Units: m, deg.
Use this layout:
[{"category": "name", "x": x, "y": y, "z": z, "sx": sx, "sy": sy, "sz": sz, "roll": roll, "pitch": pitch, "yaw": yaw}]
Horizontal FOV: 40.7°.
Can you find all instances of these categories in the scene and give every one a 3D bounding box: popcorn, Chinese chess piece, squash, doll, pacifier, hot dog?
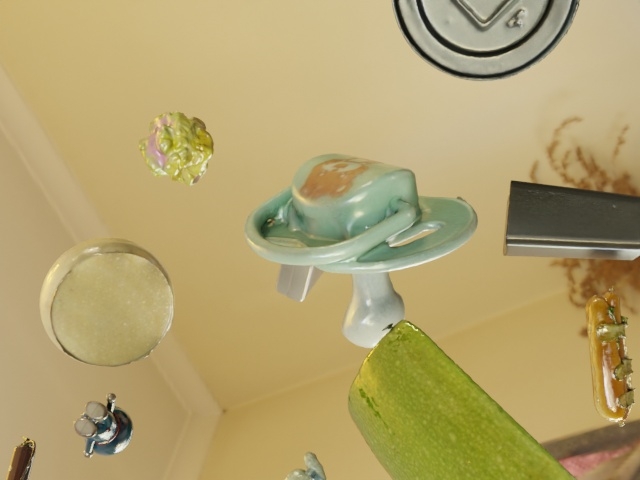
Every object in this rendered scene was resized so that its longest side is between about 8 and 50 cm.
[{"category": "popcorn", "x": -0.253, "y": -0.163, "z": 1.507, "sx": 0.126, "sy": 0.145, "sz": 0.126, "roll": 5, "pitch": -106, "yaw": -24}, {"category": "Chinese chess piece", "x": -0.540, "y": 0.158, "z": 2.205, "sx": 0.338, "sy": 0.338, "sz": 0.140, "roll": 60, "pitch": 168, "yaw": -24}, {"category": "squash", "x": 0.139, "y": 0.231, "z": 0.838, "sx": 0.289, "sy": 0.111, "sz": 0.203, "roll": 45, "pitch": 163, "yaw": 37}, {"category": "doll", "x": -0.375, "y": 0.325, "z": 1.497, "sx": 0.114, "sy": 0.085, "sz": 0.152, "roll": -58, "pitch": -18, "yaw": -16}, {"category": "pacifier", "x": 0.046, "y": 0.026, "z": 1.168, "sx": 0.343, "sy": 0.288, "sz": 0.269, "roll": 19, "pitch": 124, "yaw": 55}, {"category": "doll", "x": -0.048, "y": 0.596, "z": 1.995, "sx": 0.214, "sy": 0.103, "sz": 0.071, "roll": -68, "pitch": -27, "yaw": -12}, {"category": "hot dog", "x": 0.561, "y": 0.224, "z": 1.669, "sx": 0.109, "sy": 0.072, "sz": 0.270, "roll": 2, "pitch": -97, "yaw": -58}]

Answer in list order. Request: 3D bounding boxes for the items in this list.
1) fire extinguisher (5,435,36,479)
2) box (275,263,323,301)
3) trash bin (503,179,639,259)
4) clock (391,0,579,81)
[{"category": "fire extinguisher", "x": -0.583, "y": 0.450, "z": 1.681, "sx": 0.045, "sy": 0.078, "sz": 0.157, "roll": 32, "pitch": -132, "yaw": -35}, {"category": "box", "x": 0.000, "y": 0.000, "z": 1.479, "sx": 0.244, "sy": 0.055, "sz": 0.103, "roll": -52, "pitch": -19, "yaw": -52}, {"category": "trash bin", "x": 0.436, "y": -0.030, "z": 1.495, "sx": 0.165, "sy": 0.225, "sz": 0.115, "roll": 41, "pitch": -126, "yaw": -76}, {"category": "clock", "x": 0.280, "y": -0.433, "z": 1.475, "sx": 0.066, "sy": 0.318, "sz": 0.319, "roll": -58, "pitch": -55, "yaw": -76}]
